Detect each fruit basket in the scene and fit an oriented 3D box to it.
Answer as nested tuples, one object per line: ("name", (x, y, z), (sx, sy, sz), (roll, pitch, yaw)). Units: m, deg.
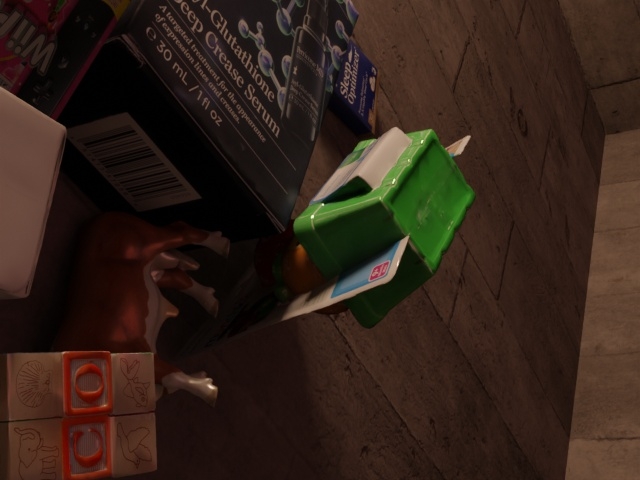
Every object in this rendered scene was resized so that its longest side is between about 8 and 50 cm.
("fruit basket", (0.000, 0.000, 1.094), (0.165, 0.353, 0.327), (59, 38, -17))

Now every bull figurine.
("bull figurine", (-0.201, 0.104, 0.918), (0.188, 0.101, 0.310), (8, 60, -11))

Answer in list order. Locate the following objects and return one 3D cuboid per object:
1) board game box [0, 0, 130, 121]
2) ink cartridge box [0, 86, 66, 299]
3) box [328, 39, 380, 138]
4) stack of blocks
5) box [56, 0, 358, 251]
("board game box", (-0.250, -0.229, 0.705), (0.303, 0.097, 0.224), (-59, 162, -5))
("ink cartridge box", (-0.355, -0.042, 0.564), (0.226, 0.306, 0.131), (34, 55, -50))
("box", (0.032, -0.289, 1.509), (0.225, 0.036, 0.136), (36, 53, -48))
("stack of blocks", (-0.264, 0.138, 0.674), (0.171, 0.297, 0.087), (9, 74, -56))
("box", (-0.146, -0.231, 1.040), (0.293, 0.212, 0.396), (51, 42, -38))
